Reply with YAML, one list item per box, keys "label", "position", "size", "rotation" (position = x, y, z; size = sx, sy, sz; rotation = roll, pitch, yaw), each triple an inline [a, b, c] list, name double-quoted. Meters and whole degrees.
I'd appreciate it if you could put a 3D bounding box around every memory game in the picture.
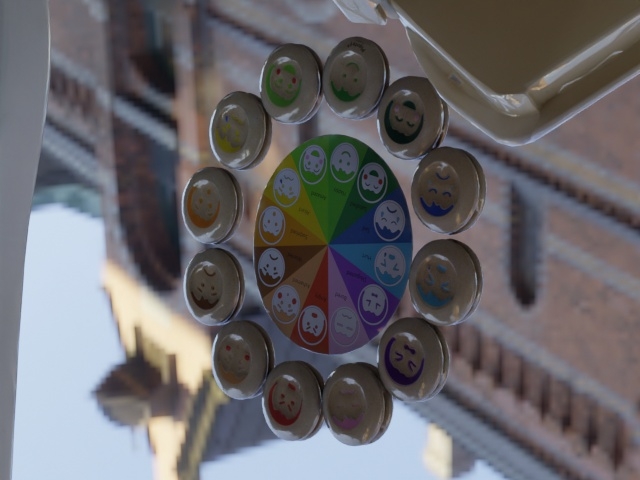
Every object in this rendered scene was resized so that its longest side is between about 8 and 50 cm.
- label: "memory game"
  position: [0.000, 0.000, 0.860]
  size: [0.186, 0.186, 0.012]
  rotation: [21, -166, 42]

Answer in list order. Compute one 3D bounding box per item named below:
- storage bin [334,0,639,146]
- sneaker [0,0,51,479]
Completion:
- label: "storage bin"
  position: [0.062, -0.183, 0.427]
  size: [0.260, 0.262, 0.123]
  rotation: [-34, -130, 10]
- label: "sneaker"
  position: [-0.196, -0.011, 0.729]
  size: [0.148, 0.350, 0.131]
  rotation: [8, 164, -35]
